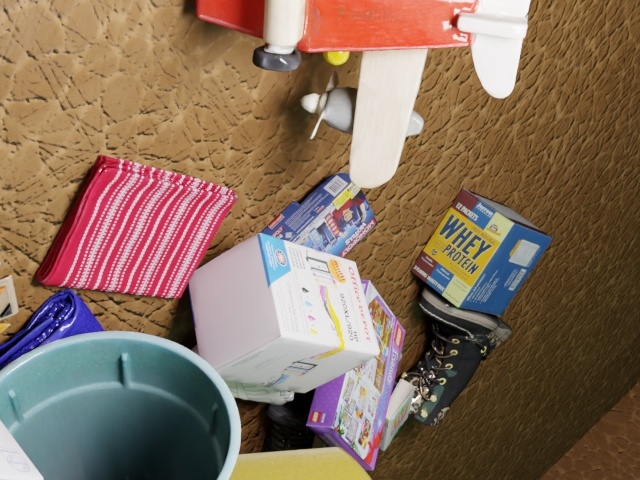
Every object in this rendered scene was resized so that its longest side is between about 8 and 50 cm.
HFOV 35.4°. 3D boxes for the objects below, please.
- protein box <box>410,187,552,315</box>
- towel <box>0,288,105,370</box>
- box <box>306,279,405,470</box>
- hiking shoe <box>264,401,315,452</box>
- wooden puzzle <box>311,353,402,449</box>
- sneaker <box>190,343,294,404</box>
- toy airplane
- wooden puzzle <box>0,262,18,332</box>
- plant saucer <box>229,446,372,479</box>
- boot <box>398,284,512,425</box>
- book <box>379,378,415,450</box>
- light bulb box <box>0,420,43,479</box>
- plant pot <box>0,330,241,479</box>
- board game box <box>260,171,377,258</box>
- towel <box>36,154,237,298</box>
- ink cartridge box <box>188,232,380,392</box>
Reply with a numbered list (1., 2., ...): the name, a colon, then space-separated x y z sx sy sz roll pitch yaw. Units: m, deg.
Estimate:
1. protein box: 0.327 0.027 2.020 0.201 0.136 0.200 15 111 -54
2. towel: -0.373 0.231 1.437 0.227 0.076 0.308 -41 145 -14
3. box: 0.070 0.247 1.843 0.201 0.057 0.293 54 44 -47
4. hiking shoe: -0.063 0.383 1.944 0.114 0.086 0.227 -49 148 -9
5. wooden puzzle: 0.059 0.426 2.053 0.322 0.080 0.348 -35 149 -57
6. sneaker: -0.138 0.223 1.703 0.118 0.110 0.292 -35 146 5
7. toy airplane: 0.084 -0.310 1.289 0.386 0.272 0.384 -41 115 8
8. wooden puzzle: -0.425 0.084 1.292 0.078 0.014 0.116 -33 142 -26
9. plant saucer: -0.082 0.427 1.770 0.332 0.081 0.333 -3 161 -4
10. boot: 0.255 0.250 2.159 0.284 0.138 0.377 -55 152 5
11. book: 0.152 0.365 2.079 0.096 0.035 0.144 -51 159 -31
12. light bulb box: -0.534 0.252 1.006 0.358 0.361 0.225 -54 145 4
13. plant pot: -0.277 0.355 1.320 0.341 0.341 0.334 -28 142 -31
14. board game box: 0.000 0.000 1.675 0.194 0.060 0.194 -44 147 -11
15. towel: -0.248 -0.008 1.399 0.274 0.031 0.199 12 113 -54
16. ink cartridge box: -0.056 0.117 1.542 0.168 0.171 0.232 -30 150 31
